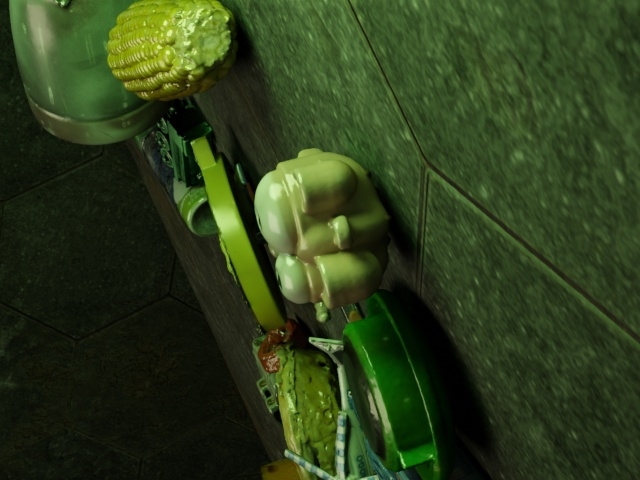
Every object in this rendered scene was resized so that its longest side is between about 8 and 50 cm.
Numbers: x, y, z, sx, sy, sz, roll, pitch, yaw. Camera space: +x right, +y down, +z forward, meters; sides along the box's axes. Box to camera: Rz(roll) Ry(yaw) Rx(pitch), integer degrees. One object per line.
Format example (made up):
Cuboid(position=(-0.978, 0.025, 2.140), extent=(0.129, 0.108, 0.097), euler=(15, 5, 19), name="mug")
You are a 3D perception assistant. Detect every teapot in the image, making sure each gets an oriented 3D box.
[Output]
Cuboid(position=(-0.340, -0.357, 1.759), extent=(0.312, 0.233, 0.315), euler=(88, -178, -52), name="teapot")

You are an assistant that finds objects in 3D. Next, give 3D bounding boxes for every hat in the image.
Cuboid(position=(-0.026, 0.217, 1.973), extent=(0.162, 0.093, 0.112), euler=(47, -176, -17), name="hat")

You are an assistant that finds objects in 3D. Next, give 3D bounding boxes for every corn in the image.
Cuboid(position=(-0.179, -0.231, 1.425), extent=(0.130, 0.130, 0.347), euler=(66, 165, -15), name="corn")

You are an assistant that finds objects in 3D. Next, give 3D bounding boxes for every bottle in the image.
Cuboid(position=(-0.253, -0.136, 2.120), extent=(0.330, 0.093, 0.093), euler=(53, 166, 43), name="bottle")

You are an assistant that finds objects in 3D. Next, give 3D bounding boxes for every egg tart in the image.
Cuboid(position=(0.006, 0.278, 1.812), extent=(0.279, 0.095, 0.279), euler=(-17, -90, -83), name="egg tart")

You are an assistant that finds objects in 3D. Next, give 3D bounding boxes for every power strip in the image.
Cuboid(position=(-0.072, 0.276, 2.269), extent=(0.257, 0.092, 0.251), euler=(56, 172, 51), name="power strip")

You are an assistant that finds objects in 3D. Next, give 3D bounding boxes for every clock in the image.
Cuboid(position=(-0.104, -0.007, 1.772), extent=(0.277, 0.071, 0.293), euler=(54, -163, -85), name="clock")

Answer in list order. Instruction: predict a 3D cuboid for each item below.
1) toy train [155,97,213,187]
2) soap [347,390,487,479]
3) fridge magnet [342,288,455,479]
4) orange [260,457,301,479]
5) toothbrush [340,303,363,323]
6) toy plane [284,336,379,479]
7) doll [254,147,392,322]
Cuboid(position=(-0.221, -0.156, 1.953), extent=(0.111, 0.071, 0.170), euler=(52, 159, 28), name="toy train")
Cuboid(position=(0.137, 0.286, 1.307), extent=(0.293, 0.077, 0.156), euler=(51, 163, 46), name="soap")
Cuboid(position=(0.080, 0.150, 1.198), extent=(0.208, 0.088, 0.208), euler=(164, 90, -82), name="fridge magnet")
Cuboid(position=(0.003, 0.521, 2.092), extent=(0.310, 0.274, 0.274), euler=(29, 172, -6), name="orange")
Cuboid(position=(0.040, 0.092, 1.451), extent=(0.321, 0.023, 0.031), euler=(66, 166, -20), name="toothbrush")
Cuboid(position=(0.037, 0.243, 1.558), extent=(0.182, 0.107, 0.273), euler=(-16, 100, 41), name="toy plane")
Cuboid(position=(-0.001, -0.002, 1.162), extent=(0.278, 0.119, 0.154), euler=(118, 136, -80), name="doll")
